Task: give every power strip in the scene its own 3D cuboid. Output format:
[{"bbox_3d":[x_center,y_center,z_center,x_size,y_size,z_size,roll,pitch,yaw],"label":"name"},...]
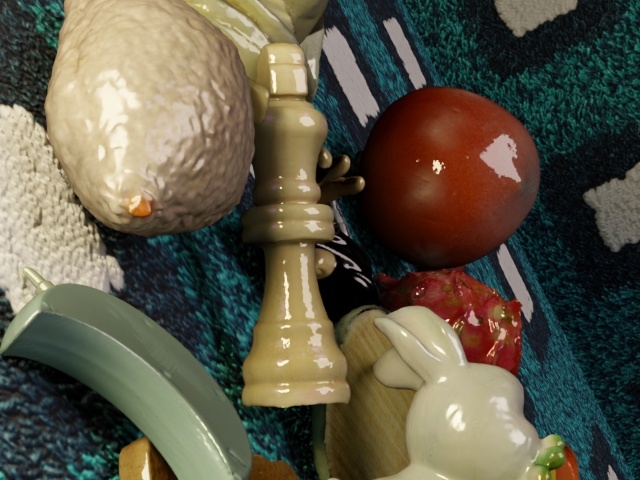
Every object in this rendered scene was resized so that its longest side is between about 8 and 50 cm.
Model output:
[{"bbox_3d":[-0.158,0.113,0.921,0.253,0.054,0.167,42,10,-3],"label":"power strip"}]

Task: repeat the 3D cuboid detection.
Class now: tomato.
[{"bbox_3d":[0.220,-0.106,1.914,0.321,0.322,0.321,53,21,-32],"label":"tomato"}]

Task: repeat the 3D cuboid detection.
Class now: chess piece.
[{"bbox_3d":[-0.038,-0.019,1.222,0.117,0.117,0.396,10,76,-68],"label":"chess piece"}]

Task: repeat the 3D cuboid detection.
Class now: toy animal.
[{"bbox_3d":[-0.157,-0.122,1.099,0.226,0.188,0.358,45,27,-34],"label":"toy animal"},{"bbox_3d":[0.128,0.246,1.232,0.183,0.247,0.309,62,50,-74],"label":"toy animal"}]

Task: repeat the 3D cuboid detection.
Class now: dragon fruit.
[{"bbox_3d":[0.179,0.134,1.692,0.268,0.210,0.205,32,-19,22],"label":"dragon fruit"}]

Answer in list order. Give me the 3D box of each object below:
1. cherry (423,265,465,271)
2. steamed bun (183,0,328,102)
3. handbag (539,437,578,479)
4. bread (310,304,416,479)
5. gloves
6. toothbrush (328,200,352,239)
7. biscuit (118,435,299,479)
[{"bbox_3d":[0.225,0.018,2.141,0.126,0.087,0.106,11,61,-46],"label":"cherry"},{"bbox_3d":[-0.106,-0.300,1.388,0.347,0.238,0.393,35,35,-56],"label":"steamed bun"},{"bbox_3d":[0.294,0.442,1.638,0.410,0.116,0.303,22,62,-64],"label":"handbag"},{"bbox_3d":[0.055,0.209,1.369,0.267,0.041,0.266,8,81,-60],"label":"bread"},{"bbox_3d":[-0.005,0.005,1.399,0.301,0.152,0.197,83,-6,-46],"label":"gloves"},{"bbox_3d":[-0.039,-0.159,1.718,0.413,0.042,0.035,68,-18,10],"label":"toothbrush"},{"bbox_3d":[-0.085,0.253,1.043,0.320,0.047,0.183,7,62,-69],"label":"biscuit"}]
